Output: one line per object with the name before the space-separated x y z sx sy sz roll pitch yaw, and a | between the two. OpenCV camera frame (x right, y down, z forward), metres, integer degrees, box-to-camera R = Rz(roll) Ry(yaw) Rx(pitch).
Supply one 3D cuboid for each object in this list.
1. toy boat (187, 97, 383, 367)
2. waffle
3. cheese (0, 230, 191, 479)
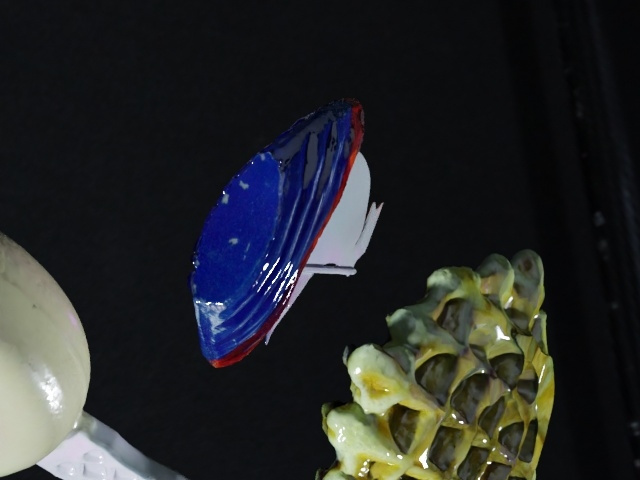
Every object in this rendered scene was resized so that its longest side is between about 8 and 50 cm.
toy boat | 0.003 -0.021 1.096 0.072 0.219 0.318 30 -150 20
waffle | 0.080 0.119 0.837 0.204 0.054 0.223 -23 -59 -40
cheese | -0.171 0.079 0.700 0.286 0.163 0.082 44 -139 -30
